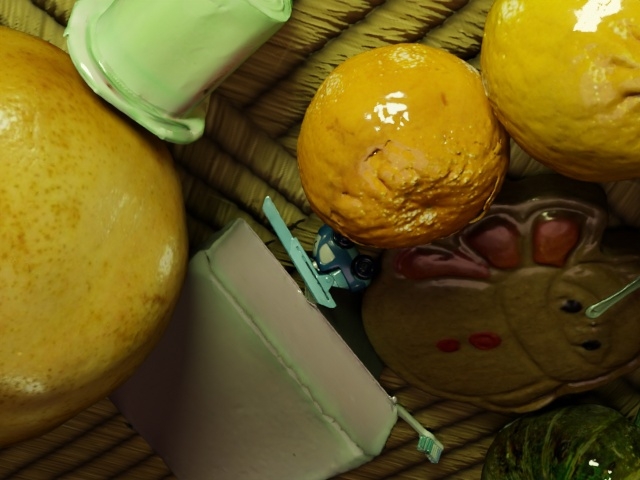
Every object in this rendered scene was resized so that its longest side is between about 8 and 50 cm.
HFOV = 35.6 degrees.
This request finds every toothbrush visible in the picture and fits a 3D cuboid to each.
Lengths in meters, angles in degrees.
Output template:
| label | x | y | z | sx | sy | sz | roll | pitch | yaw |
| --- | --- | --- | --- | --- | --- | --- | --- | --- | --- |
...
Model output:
| label | x | y | z | sx | sy | sz | roll | pitch | yaw |
| --- | --- | --- | --- | --- | --- | --- | --- | --- | --- |
| toothbrush | 0.074 | 0.200 | 1.294 | 0.030 | 0.030 | 0.304 | -24 | 126 | 29 |

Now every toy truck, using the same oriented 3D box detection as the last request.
| label | x | y | z | sx | sy | sz | roll | pitch | yaw |
| --- | --- | --- | --- | --- | --- | --- | --- | --- | --- |
| toy truck | 0.000 | 0.000 | 1.059 | 0.074 | 0.063 | 0.136 | -30 | 89 | -5 |

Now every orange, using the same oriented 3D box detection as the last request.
| label | x | y | z | sx | sy | sz | roll | pitch | yaw |
| --- | --- | --- | --- | --- | --- | --- | --- | --- | --- |
| orange | 0.071 | -0.086 | 0.897 | 0.193 | 0.161 | 0.193 | -5 | 138 | -5 |
| orange | 0.238 | -0.148 | 0.792 | 0.219 | 0.193 | 0.219 | 9 | 124 | 14 |

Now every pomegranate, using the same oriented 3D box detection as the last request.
| label | x | y | z | sx | sy | sz | roll | pitch | yaw |
| --- | --- | --- | --- | --- | --- | --- | --- | --- | --- |
| pomegranate | -0.331 | 0.014 | 0.898 | 0.417 | 0.416 | 0.416 | 4 | 136 | 4 |

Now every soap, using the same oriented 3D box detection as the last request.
| label | x | y | z | sx | sy | sz | roll | pitch | yaw |
| --- | --- | --- | --- | --- | --- | --- | --- | --- | --- |
| soap | -0.105 | 0.157 | 1.126 | 0.285 | 0.107 | 0.296 | -29 | 104 | 40 |

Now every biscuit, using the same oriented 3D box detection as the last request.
| label | x | y | z | sx | sy | sz | roll | pitch | yaw |
| --- | --- | --- | --- | --- | --- | --- | --- | --- | --- |
| biscuit | 0.234 | 0.072 | 1.112 | 0.381 | 0.074 | 0.359 | -11 | 135 | 23 |

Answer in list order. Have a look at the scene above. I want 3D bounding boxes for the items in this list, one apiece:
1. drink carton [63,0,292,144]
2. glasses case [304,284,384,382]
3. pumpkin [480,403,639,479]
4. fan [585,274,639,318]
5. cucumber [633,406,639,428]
| label | x | y | z | sx | sy | sz | roll | pitch | yaw |
| --- | --- | --- | --- | --- | --- | --- | --- | --- | --- |
| drink carton | -0.110 | -0.185 | 0.836 | 0.142 | 0.144 | 0.146 | -36 | 122 | 29 |
| glasses case | 0.030 | 0.107 | 1.165 | 0.042 | 0.072 | 0.190 | -4 | 136 | 21 |
| pumpkin | 0.333 | 0.325 | 1.244 | 0.189 | 0.260 | 0.260 | -14 | 155 | -43 |
| fan | 0.360 | 0.015 | 1.004 | 0.220 | 0.009 | 0.132 | -35 | 117 | 7 |
| cucumber | 0.424 | 0.228 | 1.251 | 0.056 | 0.056 | 0.250 | 5 | 139 | 3 |
